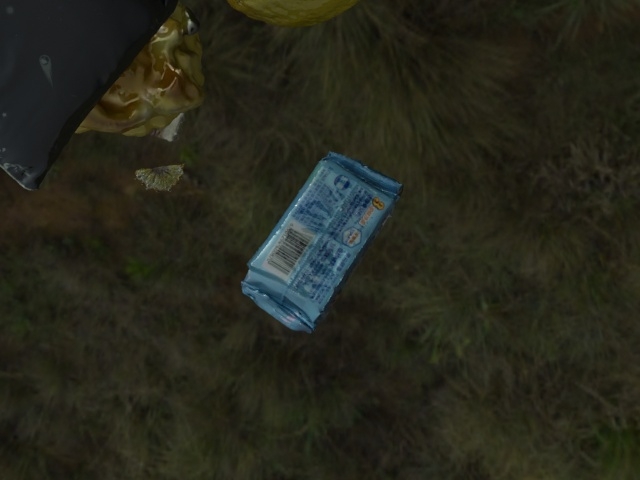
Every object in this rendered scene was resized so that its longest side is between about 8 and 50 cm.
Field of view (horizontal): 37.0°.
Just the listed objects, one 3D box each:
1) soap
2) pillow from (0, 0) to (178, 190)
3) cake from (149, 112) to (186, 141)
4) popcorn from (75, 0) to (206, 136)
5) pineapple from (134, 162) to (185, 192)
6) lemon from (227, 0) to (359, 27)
[{"bbox_3d":[0.000,0.000,1.565,0.156,0.293,0.077,33,170,11],"label":"soap"},{"bbox_3d":[-0.186,-0.137,0.482,0.208,0.055,0.141,39,85,-32],"label":"pillow"},{"bbox_3d":[-0.311,-0.265,1.764,0.147,0.135,0.135,16,98,-8],"label":"cake"},{"bbox_3d":[-0.172,-0.147,0.736,0.180,0.180,0.170,36,138,-26],"label":"popcorn"},{"bbox_3d":[-0.259,-0.100,1.556,0.083,0.019,0.045,-5,92,-4],"label":"pineapple"},{"bbox_3d":[-0.017,-0.309,0.925,0.231,0.192,0.192,-28,126,28],"label":"lemon"}]
